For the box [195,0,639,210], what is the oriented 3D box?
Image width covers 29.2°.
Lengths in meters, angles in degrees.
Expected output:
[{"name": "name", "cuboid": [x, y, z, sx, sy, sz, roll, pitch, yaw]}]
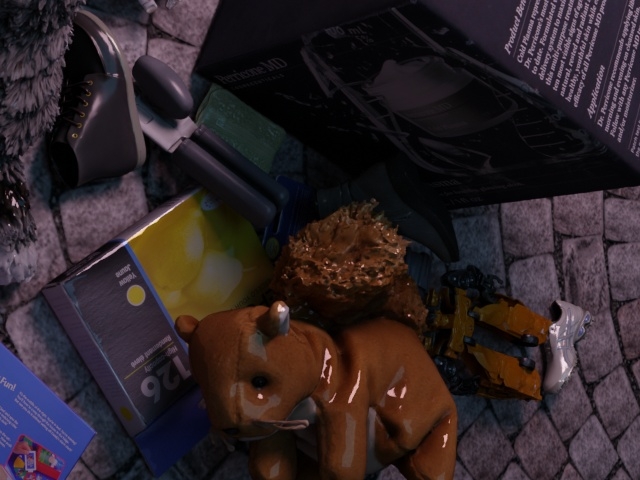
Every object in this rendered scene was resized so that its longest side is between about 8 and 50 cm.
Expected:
[{"name": "box", "cuboid": [0.172, -0.281, 1.735, 0.471, 0.480, 0.297, 32, 67, -32]}]

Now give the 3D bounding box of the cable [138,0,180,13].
[{"name": "cable", "cuboid": [-0.254, -0.457, 1.664, 0.257, 0.089, 0.257, 46, 58, -25]}]

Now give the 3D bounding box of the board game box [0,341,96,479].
[{"name": "board game box", "cuboid": [-0.449, 0.207, 1.411, 0.347, 0.078, 0.233, 51, 51, -26]}]

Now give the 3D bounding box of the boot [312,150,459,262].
[{"name": "boot", "cuboid": [0.097, -0.029, 1.826, 0.246, 0.161, 0.083, 48, 25, -43]}]

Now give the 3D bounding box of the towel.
[{"name": "towel", "cuboid": [-0.121, -0.147, 1.769, 0.148, 0.027, 0.110, 32, 73, -32]}]

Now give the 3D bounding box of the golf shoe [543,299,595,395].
[{"name": "golf shoe", "cuboid": [0.411, 0.186, 2.155, 0.086, 0.069, 0.176, 31, 62, -10]}]

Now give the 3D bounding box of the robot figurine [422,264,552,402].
[{"name": "robot figurine", "cuboid": [0.263, 0.163, 2.002, 0.291, 0.085, 0.211, 24, 70, -39]}]

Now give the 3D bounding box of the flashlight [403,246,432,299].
[{"name": "flashlight", "cuboid": [0.109, 0.162, 1.878, 0.103, 0.103, 0.304, 20, 74, -34]}]

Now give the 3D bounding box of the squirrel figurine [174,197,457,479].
[{"name": "squirrel figurine", "cuboid": [-0.014, 0.142, 1.647, 0.370, 0.281, 0.397, 31, 63, -40]}]

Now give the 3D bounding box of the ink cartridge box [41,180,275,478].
[{"name": "ink cartridge box", "cuboid": [-0.178, 0.111, 1.674, 0.303, 0.072, 0.307, -39, 107, -36]}]

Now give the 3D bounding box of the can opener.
[{"name": "can opener", "cuboid": [-0.161, -0.129, 1.657, 0.280, 0.093, 0.074, 41, 50, 0]}]

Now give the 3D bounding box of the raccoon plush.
[{"name": "raccoon plush", "cuboid": [-0.329, -0.184, 1.436, 0.216, 0.299, 0.446, -29, 103, -38]}]

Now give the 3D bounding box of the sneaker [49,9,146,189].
[{"name": "sneaker", "cuboid": [-0.306, -0.182, 1.584, 0.118, 0.083, 0.222, -28, 104, -47]}]

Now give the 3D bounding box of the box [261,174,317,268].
[{"name": "box", "cuboid": [0.000, 0.000, 1.849, 0.225, 0.036, 0.136, 24, 70, -36]}]
